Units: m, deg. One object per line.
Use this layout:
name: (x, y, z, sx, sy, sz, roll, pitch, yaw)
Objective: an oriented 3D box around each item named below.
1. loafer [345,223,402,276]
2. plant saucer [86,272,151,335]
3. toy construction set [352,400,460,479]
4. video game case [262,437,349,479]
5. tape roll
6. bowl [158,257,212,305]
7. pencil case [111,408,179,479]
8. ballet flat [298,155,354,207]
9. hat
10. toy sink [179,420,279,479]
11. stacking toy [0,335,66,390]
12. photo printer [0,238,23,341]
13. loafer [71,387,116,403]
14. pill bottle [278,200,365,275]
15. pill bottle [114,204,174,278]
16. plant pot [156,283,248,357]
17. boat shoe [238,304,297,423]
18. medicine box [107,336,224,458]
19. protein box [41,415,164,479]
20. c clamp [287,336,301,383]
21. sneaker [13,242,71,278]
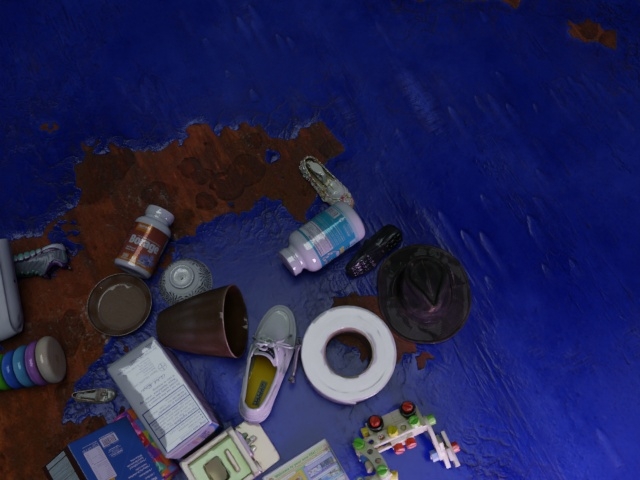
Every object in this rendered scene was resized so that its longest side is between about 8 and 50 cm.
loafer: (0.165, 0.032, 1.954, 0.223, 0.076, 0.078, -40, 40, -8)
plant saucer: (-0.619, 0.201, 1.878, 0.198, 0.036, 0.199, 1, 70, -2)
toy construction set: (0.230, 0.586, 1.704, 0.327, 0.151, 0.215, -12, 46, -14)
video game case: (-0.027, 0.703, 1.720, 0.212, 0.023, 0.193, -29, 74, -11)
tape roll: (0.081, 0.344, 1.815, 0.286, 0.100, 0.286, 1, 70, -2)
bowl: (-0.426, 0.123, 1.890, 0.170, 0.080, 0.170, 1, 70, -3)
pencil case: (-0.498, 0.589, 1.706, 0.104, 0.104, 0.236, -37, 73, -14)
ballet flat: (0.017, -0.192, 2.022, 0.241, 0.077, 0.091, 42, 73, 12)
hat: (0.332, 0.147, 1.879, 0.331, 0.134, 0.331, 1, 69, -3)
toy sink: (-0.247, 0.614, 1.687, 0.234, 0.131, 0.153, -32, 74, -13)
stacking toy: (-0.923, 0.389, 1.757, 0.330, 0.141, 0.141, -17, 71, -2)
photo printer: (-1.031, 0.163, 1.797, 0.255, 0.107, 0.308, -8, 93, -1)
loafer: (-0.666, 0.456, 1.780, 0.125, 0.039, 0.045, -3, 69, -3)
pill bottle: (0.000, 0.000, 1.914, 0.264, 0.146, 0.146, -35, 75, -13)
pill bottle: (-0.547, 0.002, 1.907, 0.121, 0.121, 0.216, 20, 71, 5)
plant pot: (-0.358, 0.248, 1.796, 0.230, 0.215, 0.215, -6, 69, 11)
boat shoe: (-0.155, 0.332, 1.759, 0.135, 0.156, 0.367, 17, 59, 4)
medicine box: (-0.417, 0.440, 1.675, 0.149, 0.263, 0.289, -35, 74, -13)
protein box: (-0.561, 0.606, 1.575, 0.136, 0.199, 0.201, -41, 78, 26)
c clamp: (-0.075, 0.351, 1.772, 0.022, 0.137, 0.161, 9, 103, -1)
sneaker: (-0.899, 0.088, 1.888, 0.223, 0.083, 0.098, -23, 77, -11)
